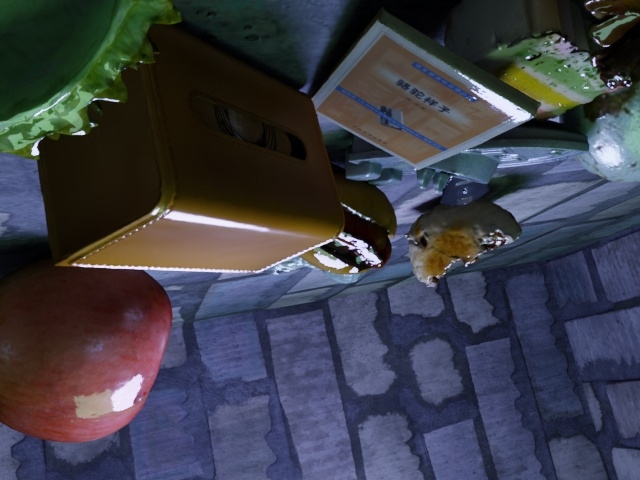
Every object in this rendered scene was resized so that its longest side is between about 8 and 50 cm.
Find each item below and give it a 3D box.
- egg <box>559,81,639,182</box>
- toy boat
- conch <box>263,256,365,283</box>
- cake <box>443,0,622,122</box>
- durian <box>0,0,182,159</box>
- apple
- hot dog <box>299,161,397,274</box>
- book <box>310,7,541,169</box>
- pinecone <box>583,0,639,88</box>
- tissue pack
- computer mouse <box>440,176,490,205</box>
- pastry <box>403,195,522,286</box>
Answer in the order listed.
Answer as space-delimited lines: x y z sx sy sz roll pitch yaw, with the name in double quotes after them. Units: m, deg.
0.385 -0.168 0.736 0.169 0.169 0.231 -18 150 26 "egg"
0.189 -0.114 0.792 0.319 0.092 0.141 0 177 36 "toy boat"
0.000 0.000 1.153 0.277 0.196 0.220 -32 -155 -30 "conch"
0.222 -0.193 0.603 0.225 0.090 0.109 6 159 -45 "cake"
-0.245 -0.137 0.288 0.394 0.163 0.198 1 161 -27 "durian"
-0.479 0.195 1.131 0.363 0.364 0.364 -12 168 -3 "apple"
0.016 -0.015 0.917 0.326 0.107 0.194 4 117 -40 "hot dog"
0.088 -0.140 0.622 0.170 0.018 0.241 26 168 -12 "book"
0.319 -0.207 0.487 0.212 0.169 0.185 -30 149 17 "pinecone"
-0.115 -0.081 0.583 0.145 0.195 0.274 -23 165 27 "tissue pack"
0.270 -0.121 1.117 0.098 0.057 0.172 -11 157 5 "computer mouse"
0.327 -0.025 1.381 0.256 0.170 0.236 -29 180 40 "pastry"
